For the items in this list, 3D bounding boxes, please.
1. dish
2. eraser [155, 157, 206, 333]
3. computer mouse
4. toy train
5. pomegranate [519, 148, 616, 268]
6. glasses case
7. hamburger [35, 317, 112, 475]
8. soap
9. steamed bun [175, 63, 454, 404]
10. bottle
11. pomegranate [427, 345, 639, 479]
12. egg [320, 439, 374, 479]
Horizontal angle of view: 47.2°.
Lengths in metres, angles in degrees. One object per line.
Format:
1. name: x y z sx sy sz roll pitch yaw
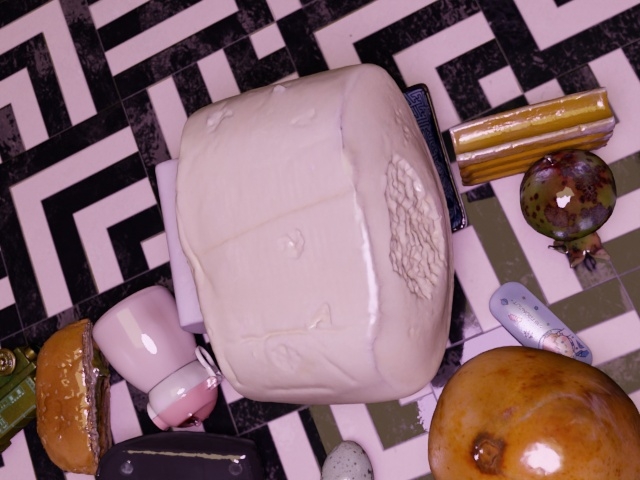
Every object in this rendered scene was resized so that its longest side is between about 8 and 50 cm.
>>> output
1. dish: 0.138 -0.109 1.188 0.182 0.080 0.243 -20 79 31
2. eraser: -0.195 0.013 1.218 0.095 0.174 0.270 -13 77 11
3. computer mouse: -0.222 0.396 1.194 0.269 0.100 0.170 2 101 6
4. toy train: -0.571 0.289 1.318 0.225 0.090 0.137 -41 80 5
5. pomegranate: 0.361 -0.048 1.078 0.148 0.148 0.169 -1 111 15
6. glasses case: 0.336 0.139 1.124 0.067 0.045 0.178 -45 73 4
7. hamburger: -0.423 0.268 1.249 0.131 0.124 0.262 -4 78 -3
8. soap: 0.322 -0.155 1.129 0.232 0.140 0.073 -14 77 12
9. steamed bun: 0.000 0.000 1.066 0.371 0.290 0.456 -9 88 36
10. bottle: -0.260 0.207 1.224 0.147 0.147 0.236 -37 82 6
11. pomegranate: 0.288 0.278 0.984 0.307 0.307 0.307 -3 80 14
12. egg: 0.041 0.369 1.142 0.085 0.085 0.110 -7 74 14
